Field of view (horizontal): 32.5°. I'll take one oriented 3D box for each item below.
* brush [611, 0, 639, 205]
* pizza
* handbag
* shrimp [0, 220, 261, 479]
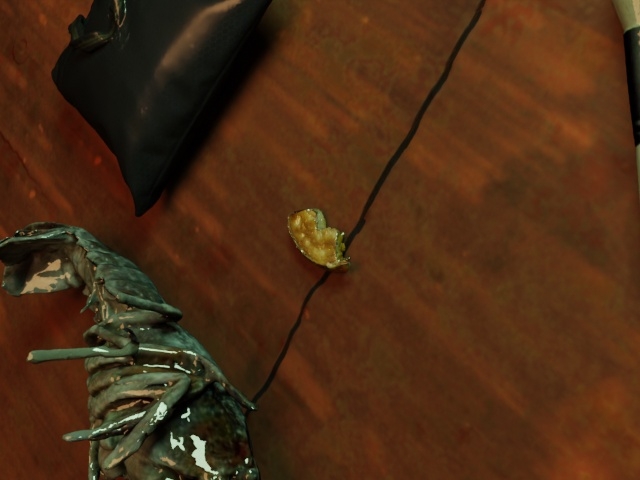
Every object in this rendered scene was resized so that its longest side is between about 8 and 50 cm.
[{"bbox_3d":[0.197,-0.043,0.649,0.042,0.039,0.299,-8,81,46],"label":"brush"},{"bbox_3d":[0.000,0.000,0.837,0.083,0.016,0.037,42,113,43],"label":"pizza"},{"bbox_3d":[-0.146,-0.182,0.954,0.254,0.088,0.211,-54,54,28],"label":"handbag"},{"bbox_3d":[-0.157,0.114,0.883,0.410,0.166,0.221,-119,22,-46],"label":"shrimp"}]
